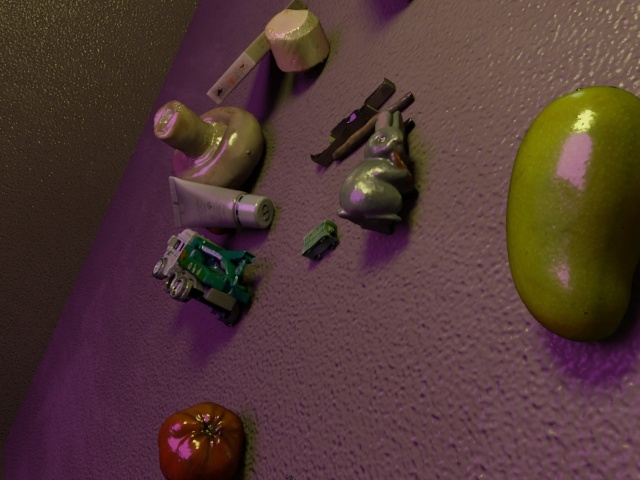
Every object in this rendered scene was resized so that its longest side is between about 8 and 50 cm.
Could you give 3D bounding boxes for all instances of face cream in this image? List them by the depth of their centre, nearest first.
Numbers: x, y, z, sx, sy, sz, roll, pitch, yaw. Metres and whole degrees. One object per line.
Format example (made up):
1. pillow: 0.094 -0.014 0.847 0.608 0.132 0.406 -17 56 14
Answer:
1. face cream: -0.267 -0.084 1.476 0.315 0.089 0.143 7 113 28

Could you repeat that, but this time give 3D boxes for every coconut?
1. coconut: -0.056 -0.502 1.486 0.147 0.152 0.147 -13 49 16

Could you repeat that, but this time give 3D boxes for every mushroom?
1. mushroom: -0.317 -0.274 1.577 0.293 0.290 0.292 -21 50 27

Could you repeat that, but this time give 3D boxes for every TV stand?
1. TV stand: 0.066 -0.248 1.243 0.249 0.036 0.042 -43 38 34

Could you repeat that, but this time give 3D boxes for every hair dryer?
1. hair dryer: 0.142 -0.218 1.125 0.079 0.031 0.083 -40 31 20

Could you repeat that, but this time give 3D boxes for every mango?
1. mango: 0.300 -0.032 0.666 0.175 0.143 0.292 5 86 51

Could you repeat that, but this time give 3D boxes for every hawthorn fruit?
1. hawthorn fruit: -0.244 0.417 1.169 0.189 0.189 0.189 -34 44 42

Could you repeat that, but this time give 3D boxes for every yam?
1. yam: 0.102 -0.234 1.189 0.234 0.027 0.029 -35 40 40

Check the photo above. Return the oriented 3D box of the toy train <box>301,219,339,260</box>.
1. toy train: 0.000 0.000 1.189 0.093 0.038 0.056 -40 35 38

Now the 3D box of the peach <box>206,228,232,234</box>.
1. peach: -0.271 -0.060 1.579 0.101 0.101 0.100 -34 44 42

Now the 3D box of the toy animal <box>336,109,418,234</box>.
1. toy animal: 0.107 -0.135 1.019 0.108 0.139 0.236 133 144 -81

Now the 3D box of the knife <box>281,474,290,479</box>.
1. knife: -0.072 0.548 0.961 0.044 0.026 0.296 -24 50 33

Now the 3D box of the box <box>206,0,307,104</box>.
1. box: -0.176 -0.548 1.659 0.205 0.051 0.365 -31 23 45

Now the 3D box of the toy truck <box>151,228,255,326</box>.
1. toy truck: -0.287 0.082 1.459 0.364 0.177 0.177 16 76 58
